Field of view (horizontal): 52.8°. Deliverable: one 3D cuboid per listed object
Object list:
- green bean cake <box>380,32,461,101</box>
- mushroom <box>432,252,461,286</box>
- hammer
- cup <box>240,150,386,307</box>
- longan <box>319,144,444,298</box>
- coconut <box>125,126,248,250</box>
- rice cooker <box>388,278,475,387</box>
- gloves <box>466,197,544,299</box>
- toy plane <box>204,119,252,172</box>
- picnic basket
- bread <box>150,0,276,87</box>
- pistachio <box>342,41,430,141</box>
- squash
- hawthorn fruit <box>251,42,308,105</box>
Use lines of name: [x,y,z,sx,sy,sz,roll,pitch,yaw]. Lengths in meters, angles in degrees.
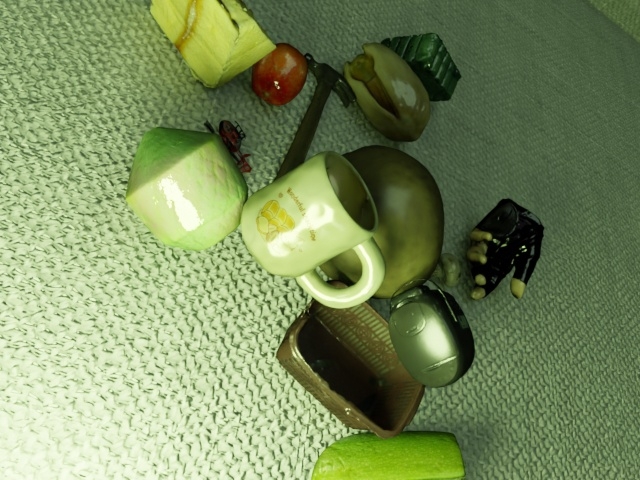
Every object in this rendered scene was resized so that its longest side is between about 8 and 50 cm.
green bean cake: [0.274,-0.479,1.829,0.208,0.193,0.107,39,63,-44]
mushroom: [0.302,0.075,1.578,0.079,0.085,0.085,-12,69,-4]
hammer: [-0.031,-0.276,1.545,0.168,0.044,0.440,32,50,-16]
cup: [0.000,-0.014,1.163,0.255,0.202,0.173,47,29,-27]
longan: [0.113,-0.037,1.339,0.319,0.319,0.319,18,56,-28]
coconut: [-0.245,-0.101,1.177,0.236,0.204,0.236,4,83,-31]
rice cooker: [0.209,0.174,1.220,0.118,0.142,0.203,-3,69,-50]
gloves: [0.465,0.039,1.659,0.197,0.152,0.301,36,52,13]
toy plane: [-0.189,-0.208,1.392,0.060,0.037,0.145,-26,81,-39]
picnic basket: [0.051,0.242,1.248,0.297,0.129,0.222,44,48,-8]
bread: [-0.253,-0.476,1.344,0.198,0.236,0.263,-38,89,2]
pistachio: [0.182,-0.387,1.688,0.288,0.166,0.197,60,23,13]
squash: [0.127,0.433,1.264,0.289,0.203,0.111,-5,64,0]
hawthorn fruit: [-0.099,-0.384,1.498,0.133,0.133,0.138,28,61,-21]
